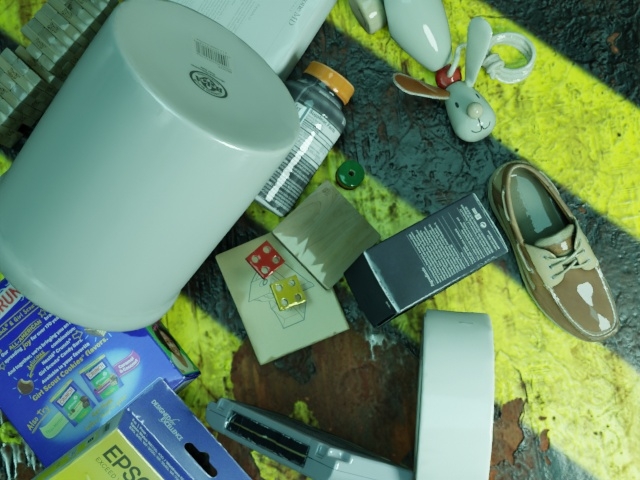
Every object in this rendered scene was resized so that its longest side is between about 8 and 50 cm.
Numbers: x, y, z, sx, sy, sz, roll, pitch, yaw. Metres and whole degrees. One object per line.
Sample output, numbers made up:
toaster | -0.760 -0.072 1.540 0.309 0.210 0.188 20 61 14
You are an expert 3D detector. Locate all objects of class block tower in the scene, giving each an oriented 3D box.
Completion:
block tower | -0.480 -0.306 1.529 0.091 0.097 0.335 42 91 8

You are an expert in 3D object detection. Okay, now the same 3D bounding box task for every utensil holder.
utensil holder | -0.259 -0.106 1.295 0.327 0.327 0.385 48 121 8

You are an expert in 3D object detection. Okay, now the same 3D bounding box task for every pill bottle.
pill bottle | -0.045 -0.171 1.458 0.130 0.130 0.246 33 87 7

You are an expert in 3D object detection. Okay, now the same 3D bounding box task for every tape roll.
tape roll | 0.193 0.248 1.316 0.100 0.286 0.286 4 84 6

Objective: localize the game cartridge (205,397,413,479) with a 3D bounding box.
game cartridge | -0.015 0.309 1.322 0.294 0.196 0.060 12 83 47

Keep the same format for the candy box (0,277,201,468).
candy box | -0.403 0.183 1.456 0.268 0.122 0.317 -40 84 0

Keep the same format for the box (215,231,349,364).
box | -0.064 0.086 1.487 0.164 0.021 0.201 -23 83 2

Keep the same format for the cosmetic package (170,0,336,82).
cosmetic package | -0.183 -0.347 1.504 0.284 0.097 0.377 33 88 9

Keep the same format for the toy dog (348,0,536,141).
toy dog | 0.185 -0.332 1.438 0.333 0.161 0.220 39 89 8

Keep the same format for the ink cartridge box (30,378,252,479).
ink cartridge box | -0.276 0.425 1.389 0.307 0.072 0.304 -37 108 2

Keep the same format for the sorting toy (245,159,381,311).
sorting toy | 0.000 0.000 1.459 0.132 0.046 0.274 46 70 -1

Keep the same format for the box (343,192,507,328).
box | 0.158 0.034 1.382 0.207 0.153 0.108 -27 82 -17

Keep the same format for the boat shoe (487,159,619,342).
boat shoe | 0.367 0.017 1.408 0.123 0.116 0.324 -32 82 1
